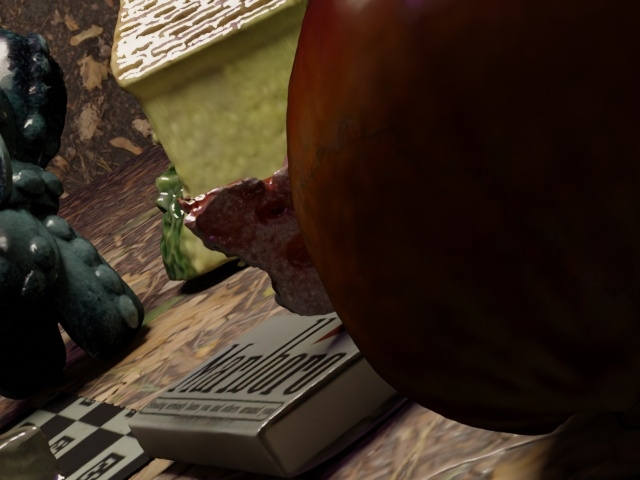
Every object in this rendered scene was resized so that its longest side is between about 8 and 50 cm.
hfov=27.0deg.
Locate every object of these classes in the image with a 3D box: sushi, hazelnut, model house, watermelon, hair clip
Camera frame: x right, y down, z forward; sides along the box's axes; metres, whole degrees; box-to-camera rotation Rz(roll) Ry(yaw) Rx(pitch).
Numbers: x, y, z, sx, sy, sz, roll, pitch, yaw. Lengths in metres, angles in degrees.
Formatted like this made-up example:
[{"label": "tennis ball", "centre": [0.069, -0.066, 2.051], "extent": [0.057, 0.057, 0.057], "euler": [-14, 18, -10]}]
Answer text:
[{"label": "sushi", "centre": [-0.291, 0.186, 0.887], "extent": [0.343, 0.064, 0.359], "euler": [-36, 11, -22]}, {"label": "hazelnut", "centre": [0.113, -0.038, 0.468], "extent": [0.252, 0.217, 0.217], "euler": [-7, 13, 3]}, {"label": "model house", "centre": [-0.085, -0.142, 1.250], "extent": [0.261, 0.266, 0.321], "euler": [-26, 12, 5]}, {"label": "watermelon", "centre": [0.023, -0.009, 0.694], "extent": [0.121, 0.097, 0.158], "euler": [-26, -11, 25]}, {"label": "hair clip", "centre": [-0.281, -0.025, 1.112], "extent": [0.194, 0.310, 0.206], "euler": [-28, -16, 20]}]

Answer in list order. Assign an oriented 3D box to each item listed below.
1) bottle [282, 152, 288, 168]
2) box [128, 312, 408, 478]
[{"label": "bottle", "centre": [0.049, -0.048, 0.874], "extent": [0.110, 0.110, 0.233], "euler": [-36, 12, -21]}, {"label": "box", "centre": [-0.021, 0.078, 0.701], "extent": [0.115, 0.036, 0.177], "euler": [-33, 11, -26]}]
